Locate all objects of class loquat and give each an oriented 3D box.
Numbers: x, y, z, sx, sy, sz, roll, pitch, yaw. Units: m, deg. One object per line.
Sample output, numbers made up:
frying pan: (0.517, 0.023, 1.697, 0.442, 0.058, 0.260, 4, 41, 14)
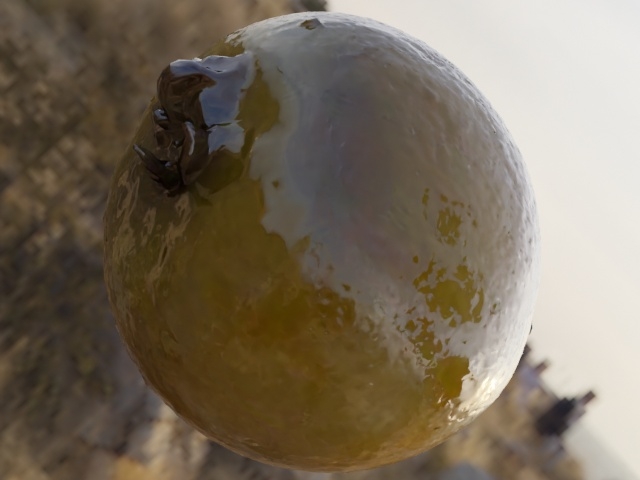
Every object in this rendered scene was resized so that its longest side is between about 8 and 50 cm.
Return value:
loquat: (0.000, 0.000, 0.616, 0.163, 0.163, 0.137, 48, -29, -21)
